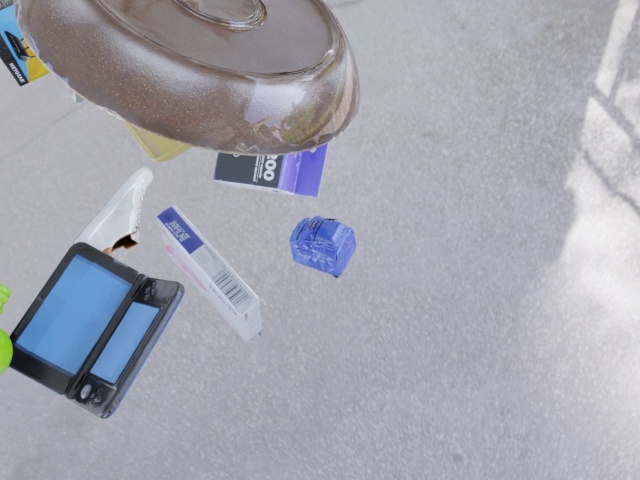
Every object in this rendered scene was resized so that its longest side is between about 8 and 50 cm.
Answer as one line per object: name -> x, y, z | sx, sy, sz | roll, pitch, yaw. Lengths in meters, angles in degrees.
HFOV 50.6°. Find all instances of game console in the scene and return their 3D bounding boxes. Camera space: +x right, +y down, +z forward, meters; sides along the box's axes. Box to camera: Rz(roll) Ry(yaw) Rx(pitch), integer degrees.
game console -> -0.450, 0.165, 1.334 | 0.250, 0.173, 0.293 | 2, 59, 51

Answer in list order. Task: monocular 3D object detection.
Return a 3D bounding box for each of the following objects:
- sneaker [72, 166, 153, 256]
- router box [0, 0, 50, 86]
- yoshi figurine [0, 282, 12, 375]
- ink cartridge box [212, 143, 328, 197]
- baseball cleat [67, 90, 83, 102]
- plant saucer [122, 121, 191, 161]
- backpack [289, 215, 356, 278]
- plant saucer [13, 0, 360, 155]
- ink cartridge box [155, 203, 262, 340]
sneaker -> -0.476, -0.052, 1.665 | 0.123, 0.106, 0.290 | 34, 58, -8
router box -> -0.641, -0.439, 1.469 | 0.133, 0.179, 0.046 | -30, 55, -9
yoshi figurine -> -0.649, 0.127, 1.217 | 0.203, 0.203, 0.362 | -15, 51, -12
ink cartridge box -> -0.079, -0.186, 1.155 | 0.208, 0.045, 0.206 | 10, 89, 31
baseball cleat -> -0.519, -0.389, 1.552 | 0.110, 0.072, 0.205 | 6, 52, -20
plant saucer -> -0.387, -0.375, 1.906 | 0.333, 0.081, 0.332 | -33, 57, -14
backpack -> 0.000, 0.000, 1.362 | 0.120, 0.101, 0.098 | 14, 49, 25
plant saucer -> -0.098, -0.197, 0.595 | 0.311, 0.050, 0.310 | 16, 42, -15
ink cartridge box -> -0.277, 0.104, 1.719 | 0.071, 0.330, 0.324 | -39, 73, -19
